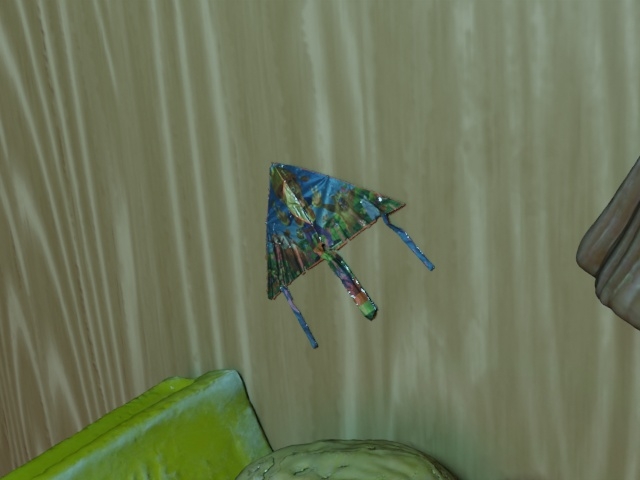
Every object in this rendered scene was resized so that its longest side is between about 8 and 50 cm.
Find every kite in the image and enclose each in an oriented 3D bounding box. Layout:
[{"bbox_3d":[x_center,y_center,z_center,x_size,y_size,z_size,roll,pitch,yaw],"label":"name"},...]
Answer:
[{"bbox_3d":[0.000,0.000,0.823,0.183,0.010,0.160,-37,84,40],"label":"kite"}]

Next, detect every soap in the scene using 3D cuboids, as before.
[{"bbox_3d":[-0.161,0.253,0.844,0.091,0.315,0.199,-19,94,39],"label":"soap"}]

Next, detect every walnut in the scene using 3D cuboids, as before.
[{"bbox_3d":[0.023,0.257,0.792,0.244,0.198,0.198,-15,98,29],"label":"walnut"}]

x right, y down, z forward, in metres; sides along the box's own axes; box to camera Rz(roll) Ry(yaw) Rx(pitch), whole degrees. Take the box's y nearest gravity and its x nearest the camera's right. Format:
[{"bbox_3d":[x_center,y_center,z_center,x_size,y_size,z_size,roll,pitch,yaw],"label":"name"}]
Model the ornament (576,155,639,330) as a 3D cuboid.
[{"bbox_3d":[0.267,-0.042,0.479,0.221,0.235,0.218,24,114,19],"label":"ornament"}]
